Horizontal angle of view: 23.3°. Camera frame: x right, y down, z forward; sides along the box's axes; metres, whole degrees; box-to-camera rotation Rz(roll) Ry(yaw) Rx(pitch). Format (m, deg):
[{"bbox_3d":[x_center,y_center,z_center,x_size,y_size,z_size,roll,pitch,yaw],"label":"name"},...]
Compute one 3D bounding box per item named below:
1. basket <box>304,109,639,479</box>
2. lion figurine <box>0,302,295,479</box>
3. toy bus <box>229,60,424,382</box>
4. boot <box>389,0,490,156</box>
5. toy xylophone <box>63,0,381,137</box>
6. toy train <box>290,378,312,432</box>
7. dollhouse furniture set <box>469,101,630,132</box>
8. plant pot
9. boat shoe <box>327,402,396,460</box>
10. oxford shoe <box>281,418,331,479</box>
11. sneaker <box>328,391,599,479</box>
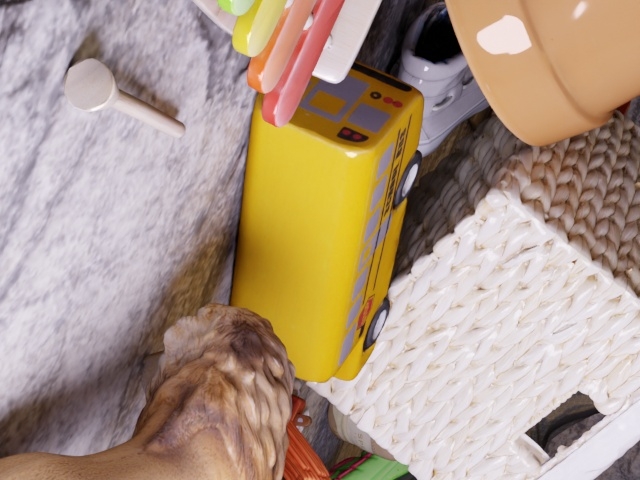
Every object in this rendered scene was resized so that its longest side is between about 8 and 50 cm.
[{"bbox_3d":[0.203,0.048,1.522,0.328,0.266,0.331,-45,-172,33],"label":"basket"},{"bbox_3d":[-0.138,0.179,0.988,0.392,0.142,0.240,-18,123,-67],"label":"lion figurine"},{"bbox_3d":[0.000,0.000,1.271,0.130,0.108,0.332,-54,162,-42],"label":"toy bus"},{"bbox_3d":[0.141,-0.188,1.525,0.258,0.095,0.123,-51,166,-46],"label":"boot"},{"bbox_3d":[-0.039,-0.161,0.911,0.236,0.081,0.323,-68,166,6],"label":"toy xylophone"},{"bbox_3d":[-0.028,0.221,1.669,0.125,0.046,0.166,-64,166,-9],"label":"toy train"},{"bbox_3d":[0.360,-0.184,2.017,0.259,0.262,0.135,-63,170,-3],"label":"dollhouse furniture set"},{"bbox_3d":[0.245,-0.245,1.325,0.291,0.204,0.290,38,45,-50],"label":"plant pot"},{"bbox_3d":[0.136,0.108,1.898,0.122,0.110,0.341,33,81,-49],"label":"boat shoe"},{"bbox_3d":[-0.083,0.203,1.347,0.133,0.130,0.364,-39,170,4],"label":"oxford shoe"},{"bbox_3d":[0.189,0.302,1.985,0.483,0.202,0.185,-30,-179,-19],"label":"sneaker"}]
